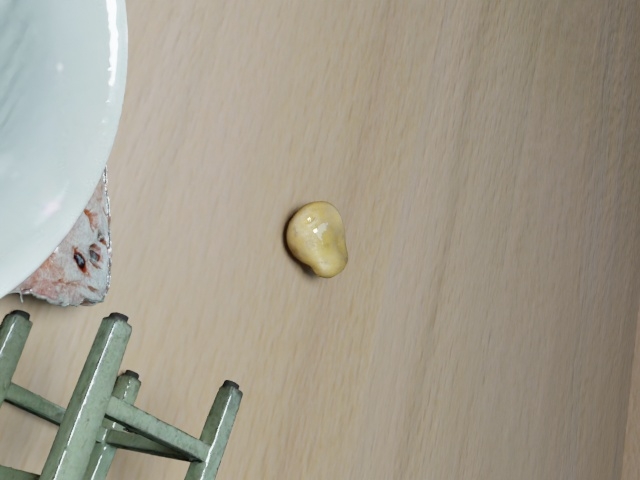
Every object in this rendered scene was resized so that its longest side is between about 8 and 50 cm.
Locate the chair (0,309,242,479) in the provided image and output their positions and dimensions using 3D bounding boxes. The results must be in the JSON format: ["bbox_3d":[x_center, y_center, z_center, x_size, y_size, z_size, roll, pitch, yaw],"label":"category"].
[{"bbox_3d":[-0.180,0.195,0.558,0.147,0.136,0.271,43,54,-43],"label":"chair"}]

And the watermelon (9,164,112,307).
[{"bbox_3d":[-0.205,-0.001,0.594,0.187,0.071,0.139,-64,144,-44],"label":"watermelon"}]

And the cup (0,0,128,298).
[{"bbox_3d":[-0.280,-0.118,0.403,0.347,0.163,0.347,3,87,-55],"label":"cup"}]

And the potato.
[{"bbox_3d":[0.000,0.000,0.877,0.068,0.062,0.083,-37,97,-16],"label":"potato"}]
